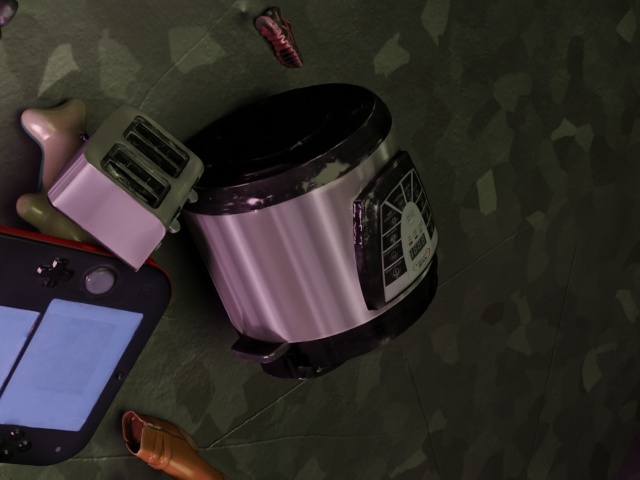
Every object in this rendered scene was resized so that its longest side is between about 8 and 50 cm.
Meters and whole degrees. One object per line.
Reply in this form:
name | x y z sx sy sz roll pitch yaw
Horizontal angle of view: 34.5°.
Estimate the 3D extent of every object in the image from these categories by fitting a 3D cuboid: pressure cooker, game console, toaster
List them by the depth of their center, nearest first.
toaster | -0.264 -0.080 1.397 0.185 0.110 0.168 40 35 -12
game console | -0.417 0.158 1.426 0.342 0.060 0.387 13 117 -43
pressure cooker | -0.003 -0.001 1.666 0.369 0.375 0.420 -20 117 0

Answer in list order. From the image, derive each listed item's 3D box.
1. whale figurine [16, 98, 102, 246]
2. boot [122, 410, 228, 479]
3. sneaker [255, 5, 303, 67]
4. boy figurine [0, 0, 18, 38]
whale figurine | -0.357 -0.067 1.515 0.216 0.141 0.272 -23 89 -40
boot | -0.236 0.358 1.646 0.073 0.197 0.152 -49 136 2
sneaker | -0.060 -0.349 1.761 0.119 0.047 0.057 54 52 -35
boy figurine | -0.524 -0.360 1.311 0.285 0.092 0.177 42 71 -45
